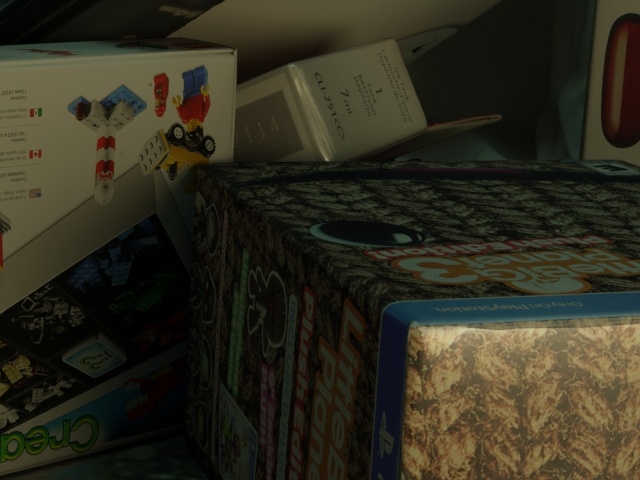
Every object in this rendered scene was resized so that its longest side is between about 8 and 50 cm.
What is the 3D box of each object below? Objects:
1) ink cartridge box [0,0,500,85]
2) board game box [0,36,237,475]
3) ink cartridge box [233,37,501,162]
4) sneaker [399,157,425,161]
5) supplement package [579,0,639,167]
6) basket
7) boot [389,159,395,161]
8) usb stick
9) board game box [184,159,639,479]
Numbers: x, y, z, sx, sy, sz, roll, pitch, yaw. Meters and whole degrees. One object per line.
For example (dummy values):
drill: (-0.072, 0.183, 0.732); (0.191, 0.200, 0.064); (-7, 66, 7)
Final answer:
ink cartridge box: (-0.035, -0.133, 1.054); (0.308, 0.091, 0.385); (-32, -5, 35)
board game box: (-0.169, 0.013, 0.782); (0.305, 0.193, 0.053); (-9, 18, -43)
ink cartridge box: (-0.070, -0.043, 1.073); (0.296, 0.066, 0.261); (-20, 2, 28)
sneaker: (0.000, 0.000, 1.090); (0.128, 0.087, 0.221); (4, 18, 3)
supplement package: (0.248, -0.086, 1.193); (0.139, 0.244, 0.134); (5, 13, 10)
basket: (0.083, -0.205, 1.497); (0.328, 0.331, 0.266); (5, 11, 6)
boot: (0.035, -0.032, 1.259); (0.069, 0.086, 0.190); (-2, 14, -23)
usb stick: (-0.144, -0.095, 0.902); (0.278, 0.045, 0.077); (-28, -23, 32)
board game box: (0.089, 0.060, 0.749); (0.232, 0.141, 0.291); (-2, 13, -19)
